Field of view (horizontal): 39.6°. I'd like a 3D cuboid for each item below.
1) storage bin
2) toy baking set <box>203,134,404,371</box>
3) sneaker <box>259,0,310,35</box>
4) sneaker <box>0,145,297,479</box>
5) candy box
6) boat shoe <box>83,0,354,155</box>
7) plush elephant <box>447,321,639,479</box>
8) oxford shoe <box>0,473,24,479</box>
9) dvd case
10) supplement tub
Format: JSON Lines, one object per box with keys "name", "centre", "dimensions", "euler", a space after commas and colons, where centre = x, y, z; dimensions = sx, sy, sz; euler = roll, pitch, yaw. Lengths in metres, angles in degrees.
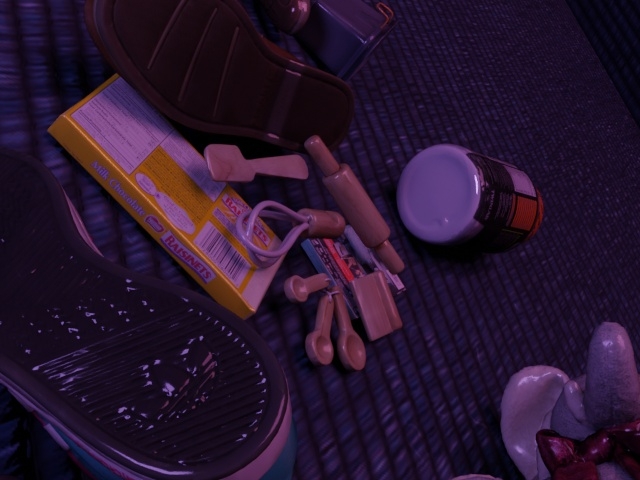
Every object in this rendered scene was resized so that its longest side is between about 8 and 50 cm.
{"name": "storage bin", "centre": [0.033, -0.264, 1.104], "dimensions": [0.091, 0.098, 0.135], "euler": [40, 31, -5]}
{"name": "toy baking set", "centre": [0.003, -0.003, 0.776], "dimensions": [0.256, 0.030, 0.197], "euler": [58, 32, -18]}
{"name": "sneaker", "centre": [-0.074, -0.312, 1.038], "dimensions": [0.071, 0.066, 0.188], "euler": [2, 51, -35]}
{"name": "sneaker", "centre": [-0.123, 0.070, 0.495], "dimensions": [0.295, 0.178, 0.124], "euler": [33, 60, 30]}
{"name": "candy box", "centre": [-0.113, -0.036, 0.707], "dimensions": [0.206, 0.027, 0.105], "euler": [47, 26, -12]}
{"name": "boat shoe", "centre": [-0.098, -0.149, 0.778], "dimensions": [0.104, 0.111, 0.307], "euler": [27, 0, 37]}
{"name": "plush elephant", "centre": [0.262, 0.199, 0.779], "dimensions": [0.330, 0.271, 0.255], "euler": [65, 28, -49]}
{"name": "oxford shoe", "centre": [-0.070, 0.174, 0.384], "dimensions": [0.271, 0.098, 0.097], "euler": [33, 3, 31]}
{"name": "dvd case", "centre": [0.035, 0.027, 0.872], "dimensions": [0.087, 0.013, 0.119], "euler": [58, 30, 6]}
{"name": "supplement tub", "centre": [0.185, -0.045, 1.060], "dimensions": [0.190, 0.117, 0.117], "euler": [9, 52, -53]}
